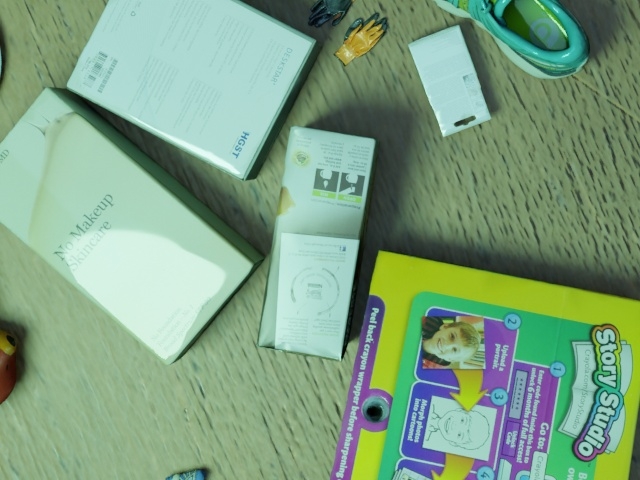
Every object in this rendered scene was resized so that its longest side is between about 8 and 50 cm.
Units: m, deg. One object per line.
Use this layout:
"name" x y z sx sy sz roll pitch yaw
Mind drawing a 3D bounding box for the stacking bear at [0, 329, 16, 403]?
"stacking bear" -0.463 0.081 1.621 0.164 0.175 0.289 -37 97 4

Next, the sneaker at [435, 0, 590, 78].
"sneaker" 0.191 -0.285 1.554 0.275 0.110 0.107 37 96 3

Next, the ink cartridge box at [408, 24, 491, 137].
"ink cartridge box" 0.149 -0.182 1.605 0.063 0.029 0.115 -20 92 6

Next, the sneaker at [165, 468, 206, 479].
"sneaker" -0.133 0.333 1.653 0.058 0.052 0.135 -25 91 2

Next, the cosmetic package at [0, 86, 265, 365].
"cosmetic package" -0.233 -0.018 1.610 0.309 0.113 0.160 40 96 1

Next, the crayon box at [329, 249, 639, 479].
"crayon box" 0.179 0.220 1.533 0.313 0.106 0.363 12 74 4

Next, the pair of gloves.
"pair of gloves" 0.031 -0.253 1.621 0.074 0.010 0.083 -38 89 7

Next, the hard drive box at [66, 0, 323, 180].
"hard drive box" -0.142 -0.199 1.601 0.232 0.089 0.181 29 96 4

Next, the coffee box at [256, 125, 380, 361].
"coffee box" 0.000 0.000 1.574 0.098 0.141 0.247 9 94 4
